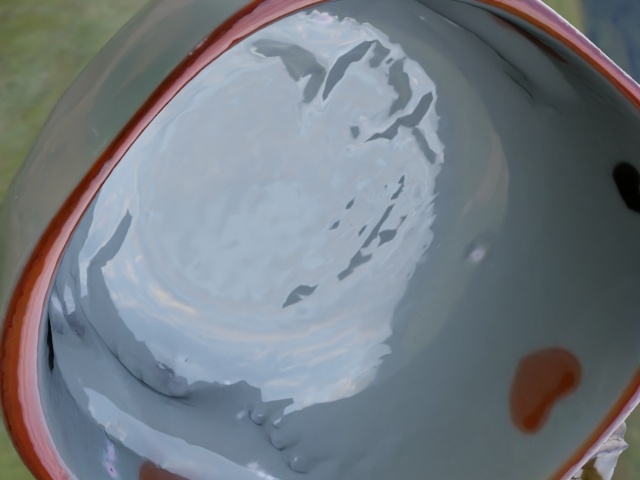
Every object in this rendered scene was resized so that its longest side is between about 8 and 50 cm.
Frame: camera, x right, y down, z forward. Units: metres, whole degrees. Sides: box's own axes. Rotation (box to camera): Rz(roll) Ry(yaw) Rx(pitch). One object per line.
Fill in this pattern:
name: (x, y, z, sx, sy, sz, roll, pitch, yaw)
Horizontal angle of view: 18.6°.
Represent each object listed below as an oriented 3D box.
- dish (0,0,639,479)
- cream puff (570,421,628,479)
dish: (0.000, 0.000, 0.700, 0.256, 0.256, 0.117, 66, -6, -34)
cream puff: (0.070, 0.103, 1.130, 0.269, 0.241, 0.155, 52, 7, -2)
